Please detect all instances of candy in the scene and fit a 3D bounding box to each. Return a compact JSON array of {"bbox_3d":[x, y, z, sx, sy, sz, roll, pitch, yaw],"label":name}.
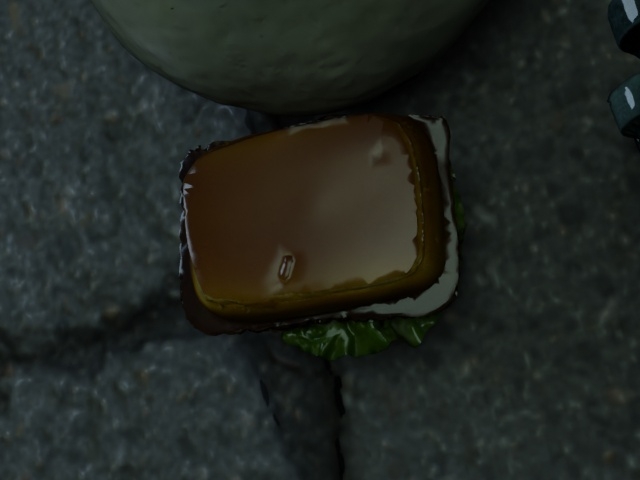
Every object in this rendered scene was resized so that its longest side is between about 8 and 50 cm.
[{"bbox_3d":[-0.022,-0.208,0.667,0.296,0.185,0.295,-2,82,17],"label":"candy"}]

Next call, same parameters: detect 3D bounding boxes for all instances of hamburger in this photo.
[{"bbox_3d":[0.000,0.000,0.661,0.166,0.087,0.137,-6,77,16],"label":"hamburger"}]

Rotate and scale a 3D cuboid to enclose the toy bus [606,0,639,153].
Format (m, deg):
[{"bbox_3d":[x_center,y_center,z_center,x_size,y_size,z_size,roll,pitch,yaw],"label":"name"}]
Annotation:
[{"bbox_3d":[0.215,-0.061,0.525,0.147,0.256,0.128,-20,73,8],"label":"toy bus"}]
